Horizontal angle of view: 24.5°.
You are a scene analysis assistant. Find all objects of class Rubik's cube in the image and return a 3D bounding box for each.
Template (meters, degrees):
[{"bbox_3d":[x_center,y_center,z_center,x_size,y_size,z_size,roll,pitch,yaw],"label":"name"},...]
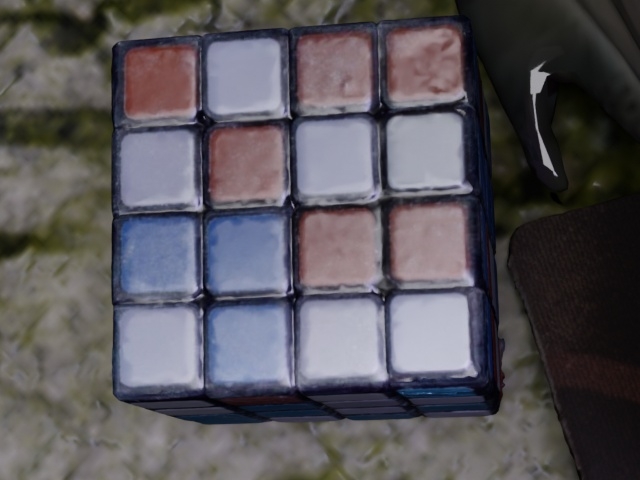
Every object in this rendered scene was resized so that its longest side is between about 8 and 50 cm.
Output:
[{"bbox_3d":[0.000,0.000,0.396,0.092,0.092,0.092,-3,79,9],"label":"Rubik's cube"}]

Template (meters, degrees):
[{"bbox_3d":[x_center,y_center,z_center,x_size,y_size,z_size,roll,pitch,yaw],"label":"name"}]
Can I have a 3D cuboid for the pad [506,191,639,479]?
[{"bbox_3d":[0.186,0.098,0.333,0.220,0.004,0.330,-18,57,6],"label":"pad"}]

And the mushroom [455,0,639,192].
[{"bbox_3d":[0.229,-0.122,0.273,0.397,0.314,0.224,-19,66,1],"label":"mushroom"}]
